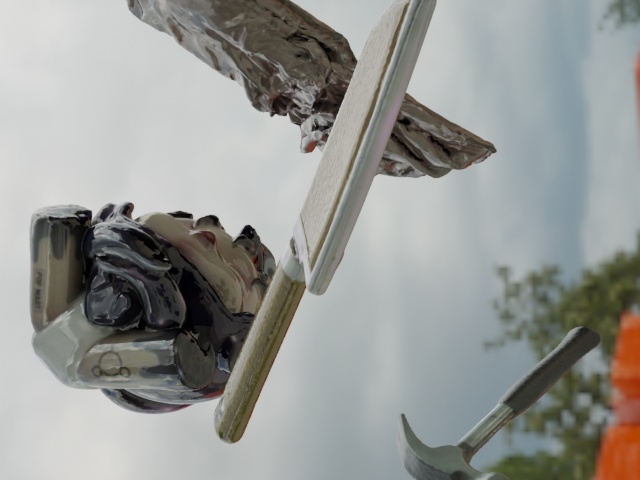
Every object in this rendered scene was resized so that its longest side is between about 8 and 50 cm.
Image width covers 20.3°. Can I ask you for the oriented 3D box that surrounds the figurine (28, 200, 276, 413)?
[{"bbox_3d":[-0.097,0.051,1.107,0.222,0.145,0.145,3,-95,-69],"label":"figurine"}]

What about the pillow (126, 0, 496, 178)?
[{"bbox_3d":[-0.016,-0.103,1.128,0.248,0.135,0.049,34,-104,-18],"label":"pillow"}]

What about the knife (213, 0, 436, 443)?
[{"bbox_3d":[0.001,0.000,0.714,0.046,0.022,0.256,-96,23,-48],"label":"knife"}]

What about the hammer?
[{"bbox_3d":[0.145,0.122,1.370,0.246,0.103,0.029,-37,-41,-48],"label":"hammer"}]
